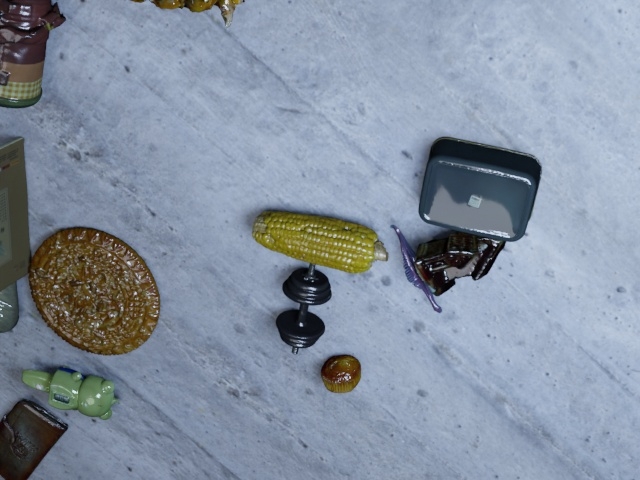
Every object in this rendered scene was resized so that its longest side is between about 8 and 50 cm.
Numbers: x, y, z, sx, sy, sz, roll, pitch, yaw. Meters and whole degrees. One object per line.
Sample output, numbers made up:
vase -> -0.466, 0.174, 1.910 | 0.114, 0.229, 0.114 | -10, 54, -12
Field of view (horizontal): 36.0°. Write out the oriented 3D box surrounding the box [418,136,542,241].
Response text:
box -> 0.275, -0.086, 1.718 | 0.201, 0.090, 0.145 | 14, 118, 10

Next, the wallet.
wallet -> -0.703, 0.474, 2.313 | 0.137, 0.031, 0.255 | 38, 120, -4

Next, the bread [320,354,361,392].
bread -> 0.040, 0.261, 1.962 | 0.085, 0.085, 0.053 | 2, 124, 15

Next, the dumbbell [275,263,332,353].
dumbbell -> -0.032, 0.132, 1.910 | 0.099, 0.099, 0.209 | 16, 118, 8

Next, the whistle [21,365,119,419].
whistle -> -0.547, 0.327, 2.164 | 0.227, 0.085, 0.105 | 15, 118, 7

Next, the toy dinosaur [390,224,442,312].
toy dinosaur -> 0.180, 0.047, 1.817 | 0.045, 0.080, 0.197 | -22, 108, 27

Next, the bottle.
bottle -> -0.547, -0.380, 1.782 | 0.156, 0.143, 0.271 | 5, 122, -25

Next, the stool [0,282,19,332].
stool -> -0.815, 0.089, 2.045 | 0.310, 0.226, 0.310 | 10, 119, 12

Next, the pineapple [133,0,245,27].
pineapple -> -0.263, -0.473, 1.645 | 0.334, 0.161, 0.158 | 23, 118, 7

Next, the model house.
model house -> 0.259, 0.032, 1.758 | 0.152, 0.165, 0.106 | -19, 92, 22

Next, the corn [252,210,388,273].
corn -> 0.000, 0.000, 1.838 | 0.261, 0.097, 0.097 | 13, 119, 11

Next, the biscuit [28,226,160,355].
biscuit -> -0.477, 0.113, 2.064 | 0.305, 0.038, 0.305 | 7, 117, 13

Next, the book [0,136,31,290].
book -> -0.652, -0.028, 1.944 | 0.021, 0.217, 0.310 | 16, 119, 19
